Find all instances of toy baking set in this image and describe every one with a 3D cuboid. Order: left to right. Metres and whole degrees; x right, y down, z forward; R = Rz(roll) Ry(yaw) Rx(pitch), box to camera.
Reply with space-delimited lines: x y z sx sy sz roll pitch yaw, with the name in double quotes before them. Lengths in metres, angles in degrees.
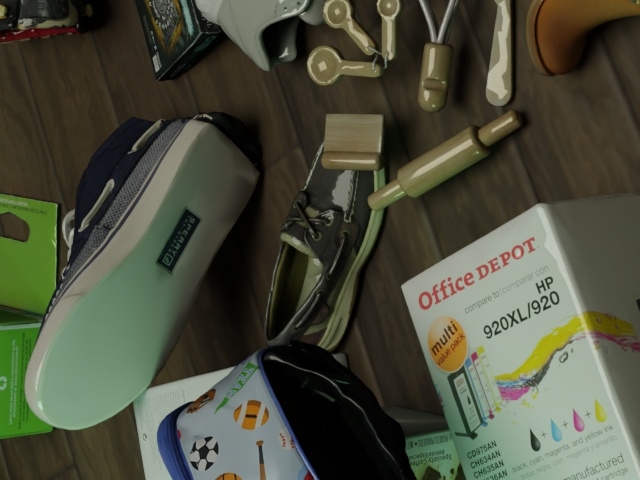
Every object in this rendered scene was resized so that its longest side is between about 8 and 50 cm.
"toy baking set" 0.086 -0.147 1.649 0.256 0.030 0.196 -26 81 30

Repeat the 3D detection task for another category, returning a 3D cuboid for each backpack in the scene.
"backpack" -0.007 0.213 1.445 0.213 0.276 0.263 -28 78 9

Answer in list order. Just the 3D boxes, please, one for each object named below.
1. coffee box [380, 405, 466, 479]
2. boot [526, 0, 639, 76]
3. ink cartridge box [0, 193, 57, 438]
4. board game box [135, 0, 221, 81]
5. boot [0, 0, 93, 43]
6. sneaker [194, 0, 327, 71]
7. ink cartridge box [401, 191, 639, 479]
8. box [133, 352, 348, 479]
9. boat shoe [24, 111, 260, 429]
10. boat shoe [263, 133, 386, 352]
"coffee box" 0.040 0.304 1.662 0.119 0.168 0.297 7 98 46
"boot" 0.242 -0.188 1.486 0.152 0.073 0.197 18 140 17
"ink cartridge box" -0.385 0.078 2.147 0.189 0.097 0.255 9 100 46
"board game box" -0.153 -0.267 1.908 0.126 0.026 0.186 -34 68 59
"boot" -0.280 -0.355 1.964 0.377 0.138 0.284 -2 91 55
"sneaker" -0.012 -0.265 1.743 0.121 0.099 0.262 52 135 21
"ink cartridge box" 0.203 0.101 1.472 0.171 0.168 0.232 -32 71 44
"box" -0.070 0.167 1.795 0.170 0.130 0.091 -17 80 46
"boat shoe" -0.198 0.024 1.851 0.158 0.127 0.340 9 60 51
"boat shoe" -0.001 0.000 1.751 0.080 0.073 0.223 29 113 42
